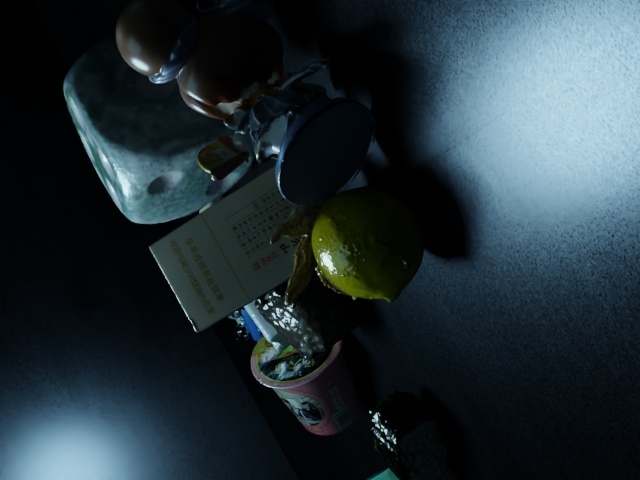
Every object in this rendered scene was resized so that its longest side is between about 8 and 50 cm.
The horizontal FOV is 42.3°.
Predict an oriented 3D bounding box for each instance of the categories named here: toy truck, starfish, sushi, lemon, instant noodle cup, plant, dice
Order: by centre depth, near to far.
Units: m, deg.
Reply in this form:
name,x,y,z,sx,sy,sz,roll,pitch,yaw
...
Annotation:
name,x,y,z,sx,sy,sz,roll,pitch,yaw
lemon,0.071,0.001,1.293,0.174,0.173,0.206,80,164,-45
starfish,-0.004,0.000,1.399,0.060,0.302,0.299,9,114,29
sushi,0.180,0.403,1.673,0.127,0.124,0.225,43,161,47
plant,-0.064,0.092,1.751,0.321,0.194,0.181,53,138,4
dice,-0.356,-0.255,1.855,0.328,0.330,0.348,58,161,15
instant noodle cup,-0.015,0.333,1.991,0.244,0.244,0.255,41,161,50
toy truck,-0.201,0.232,2.498,0.113,0.126,0.208,66,159,-10

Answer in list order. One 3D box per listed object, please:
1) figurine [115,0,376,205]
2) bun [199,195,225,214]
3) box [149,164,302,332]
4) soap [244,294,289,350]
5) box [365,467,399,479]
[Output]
name,x,y,z,sx,sy,sz,roll,pitch,yaw
figurine,-0.117,-0.252,1.305,0.388,0.276,0.248,45,159,32
bun,-0.287,-0.057,2.343,0.183,0.102,0.184,-177,90,-90
box,-0.140,0.006,1.625,0.205,0.365,0.051,60,-166,5
soap,-0.117,0.093,1.941,0.289,0.172,0.095,52,178,30
box,0.226,0.733,2.049,0.311,0.118,0.205,27,139,61
